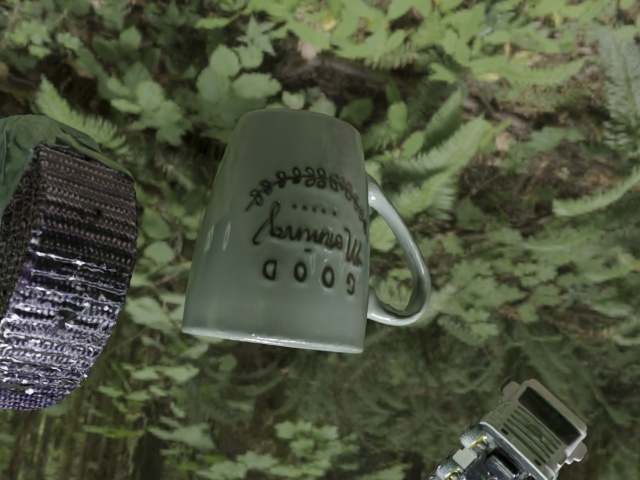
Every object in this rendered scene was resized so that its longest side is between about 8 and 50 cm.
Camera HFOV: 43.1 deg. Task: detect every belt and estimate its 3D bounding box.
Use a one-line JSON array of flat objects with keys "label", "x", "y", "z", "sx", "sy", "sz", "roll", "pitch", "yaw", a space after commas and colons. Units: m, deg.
[{"label": "belt", "x": -0.279, "y": 0.020, "z": 0.736, "sx": 0.122, "sy": 0.260, "sz": 0.325, "roll": 17, "pitch": 165, "yaw": -36}]

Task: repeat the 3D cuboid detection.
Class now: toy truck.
[{"label": "toy truck", "x": 0.191, "y": 0.224, "z": 0.842, "sx": 0.098, "sy": 0.114, "sz": 0.227, "roll": 42, "pitch": 153, "yaw": 17}]

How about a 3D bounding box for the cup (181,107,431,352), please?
[{"label": "cup", "x": 0.000, "y": 0.000, "z": 0.855, "sx": 0.258, "sy": 0.234, "sz": 0.186, "roll": 11, "pitch": 171, "yaw": -17}]
